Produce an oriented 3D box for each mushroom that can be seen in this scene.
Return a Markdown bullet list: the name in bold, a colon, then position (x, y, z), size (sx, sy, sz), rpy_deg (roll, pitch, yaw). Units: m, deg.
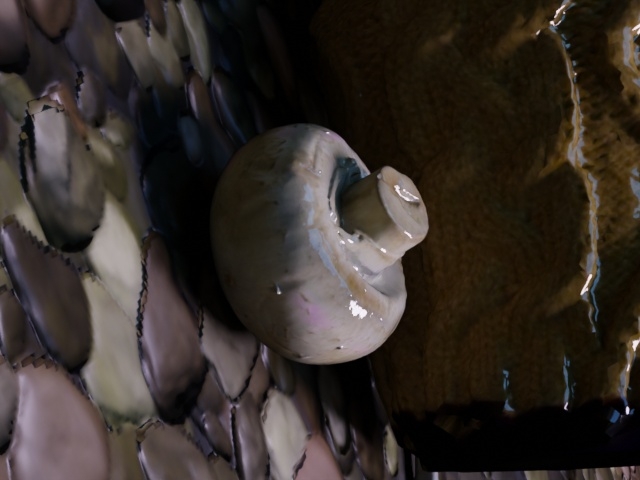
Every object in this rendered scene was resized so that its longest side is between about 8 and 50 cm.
- **mushroom**: position (0.000, 0.000, 0.547), size (0.083, 0.067, 0.083), rpy_deg (42, 36, -41)

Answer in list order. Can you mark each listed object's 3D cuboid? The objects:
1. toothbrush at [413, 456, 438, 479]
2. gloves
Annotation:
- **toothbrush**: position (0.049, 0.159, 0.603), size (0.030, 0.030, 0.304), rpy_deg (50, 33, -45)
- **gloves**: position (0.096, -0.073, 0.659), size (0.155, 0.203, 0.356), rpy_deg (82, 6, -56)
